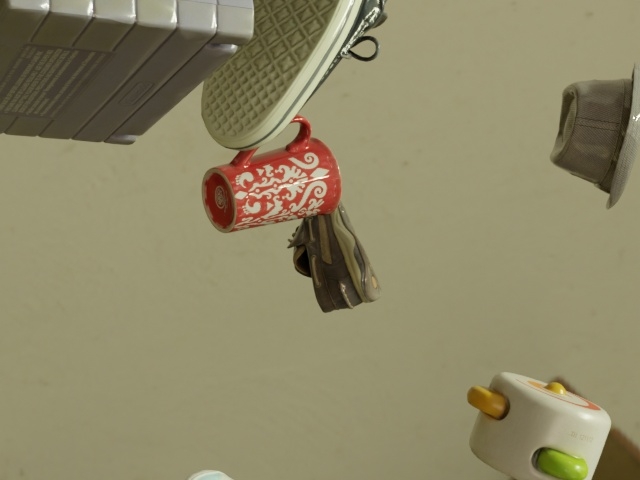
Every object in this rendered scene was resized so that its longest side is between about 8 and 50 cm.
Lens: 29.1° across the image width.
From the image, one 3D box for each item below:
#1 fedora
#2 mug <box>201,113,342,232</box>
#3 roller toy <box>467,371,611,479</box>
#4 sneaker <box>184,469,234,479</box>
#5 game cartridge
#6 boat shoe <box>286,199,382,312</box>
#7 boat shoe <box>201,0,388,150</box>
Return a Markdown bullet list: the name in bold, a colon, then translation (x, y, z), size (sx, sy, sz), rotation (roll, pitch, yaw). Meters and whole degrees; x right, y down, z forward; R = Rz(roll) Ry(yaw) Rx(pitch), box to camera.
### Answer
- **fedora**: translation (0.447, -0.178, 2.012), size (0.275, 0.124, 0.244), rotation (-40, 140, -80)
- **mug**: translation (-0.075, -0.090, 1.704), size (0.113, 0.169, 0.150), rotation (-9, -84, 57)
- **roller toy**: translation (0.332, 0.284, 1.870), size (0.209, 0.191, 0.146), rotation (21, -87, 28)
- **sneaker**: translation (-0.124, 0.533, 2.468), size (0.208, 0.319, 0.127), rotation (-5, -108, 33)
- **game cartridge**: translation (-0.236, -0.172, 1.190), size (0.355, 0.230, 0.068), rotation (-24, -118, 61)
- **boat shoe**: translation (0.000, 0.000, 2.239), size (0.355, 0.130, 0.132), rotation (-114, 179, -55)
- **boat shoe**: translation (0.007, -0.312, 1.644), size (0.186, 0.500, 0.156), rotation (10, -28, 33)
